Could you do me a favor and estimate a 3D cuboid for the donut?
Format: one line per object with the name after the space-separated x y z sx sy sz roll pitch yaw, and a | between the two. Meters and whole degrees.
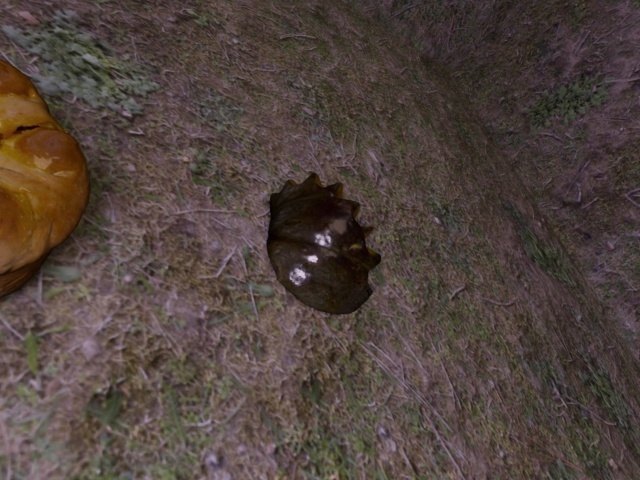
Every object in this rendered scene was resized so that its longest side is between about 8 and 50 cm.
-0.393 -0.076 0.520 0.317 0.150 0.299 48 32 2 | donut

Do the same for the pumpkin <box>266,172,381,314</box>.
0.000 0.000 0.911 0.254 0.130 0.149 51 32 5 | pumpkin
